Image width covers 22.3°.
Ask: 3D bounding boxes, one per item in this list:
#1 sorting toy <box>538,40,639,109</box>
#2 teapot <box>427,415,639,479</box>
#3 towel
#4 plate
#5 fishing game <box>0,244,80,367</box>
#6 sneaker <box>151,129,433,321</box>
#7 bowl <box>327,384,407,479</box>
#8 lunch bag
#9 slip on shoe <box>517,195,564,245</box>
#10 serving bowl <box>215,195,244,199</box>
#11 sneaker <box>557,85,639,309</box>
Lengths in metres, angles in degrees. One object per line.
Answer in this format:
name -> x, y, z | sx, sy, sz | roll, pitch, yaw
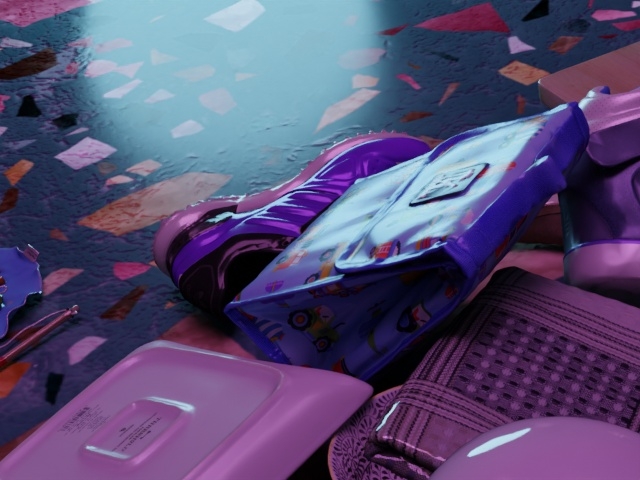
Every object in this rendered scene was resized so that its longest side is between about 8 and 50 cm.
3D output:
sorting toy -> 0.395, -0.116, 1.635 | 0.255, 0.089, 0.257 | -21, 36, -18
teapot -> 0.135, 0.244, 0.999 | 0.252, 0.256, 0.187 | 35, 36, 11
towel -> 0.231, 0.137, 1.204 | 0.324, 0.056, 0.312 | 23, 30, 15
plate -> -0.141, 0.167, 1.294 | 0.278, 0.045, 0.277 | 6, 38, 46
fishing game -> -0.364, 0.050, 1.599 | 0.264, 0.041, 0.189 | 25, 48, 40
sneaker -> 0.000, 0.001, 1.549 | 0.293, 0.102, 0.146 | -24, 40, -15
bowl -> 0.094, 0.189, 1.247 | 0.170, 0.080, 0.170 | -6, 33, 4
lunch bag -> 0.098, 0.005, 1.348 | 0.293, 0.138, 0.221 | -30, 10, 48
slip on shoe -> 0.242, -0.012, 1.553 | 0.135, 0.051, 0.041 | -2, 45, -1
serving bowl -> -0.090, -0.012, 1.642 | 0.083, 0.027, 0.083 | -6, 34, 4
sneaker -> 0.366, -0.049, 1.400 | 0.323, 0.130, 0.236 | 5, 65, 5
